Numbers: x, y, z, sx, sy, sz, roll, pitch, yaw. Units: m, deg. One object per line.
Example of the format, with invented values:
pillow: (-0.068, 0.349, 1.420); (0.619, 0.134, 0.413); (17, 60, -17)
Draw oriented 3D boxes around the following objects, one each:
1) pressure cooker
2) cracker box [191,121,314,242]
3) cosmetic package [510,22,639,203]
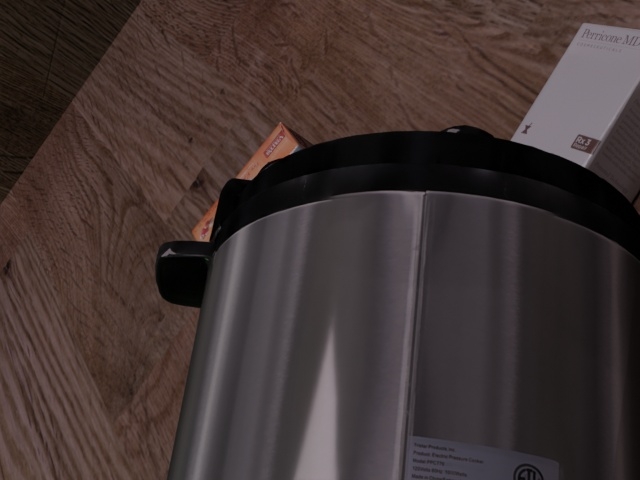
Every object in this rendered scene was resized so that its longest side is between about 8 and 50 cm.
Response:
pressure cooker: (0.084, 0.115, 0.770); (0.375, 0.370, 0.420); (-18, 53, 39)
cracker box: (0.000, 0.000, 1.093); (0.156, 0.232, 0.067); (-49, 34, 12)
cosmetic package: (0.255, -0.091, 0.977); (0.231, 0.085, 0.117); (-60, 34, -2)
